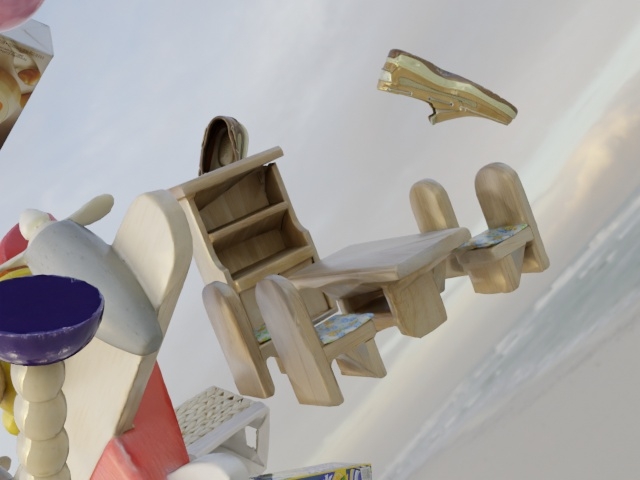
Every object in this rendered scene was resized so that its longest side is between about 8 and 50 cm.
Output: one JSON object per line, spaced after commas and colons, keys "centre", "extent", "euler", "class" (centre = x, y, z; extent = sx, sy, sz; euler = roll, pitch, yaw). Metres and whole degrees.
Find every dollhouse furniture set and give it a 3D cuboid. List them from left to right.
{"centre": [0.000, 0.000, 1.081], "extent": [0.362, 0.256, 0.394], "euler": [-27, 9, -33], "class": "dollhouse furniture set"}

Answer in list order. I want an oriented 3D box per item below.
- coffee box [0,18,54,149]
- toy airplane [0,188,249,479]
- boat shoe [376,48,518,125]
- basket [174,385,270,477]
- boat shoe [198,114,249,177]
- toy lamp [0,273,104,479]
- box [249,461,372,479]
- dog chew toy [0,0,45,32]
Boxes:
{"centre": [-0.534, -0.239, 1.339], "extent": [0.141, 0.098, 0.246], "euler": [18, -56, -36], "class": "coffee box"}
{"centre": [-0.236, 0.154, 0.787], "extent": [0.272, 0.386, 0.384], "euler": [5, -5, -36], "class": "toy airplane"}
{"centre": [0.165, -0.186, 1.148], "extent": [0.068, 0.190, 0.072], "euler": [-50, -16, -84], "class": "boat shoe"}
{"centre": [-0.156, 0.275, 1.120], "extent": [0.167, 0.103, 0.113], "euler": [-27, -50, -49], "class": "basket"}
{"centre": [-0.180, -0.094, 1.502], "extent": [0.095, 0.095, 0.257], "euler": [44, -135, -76], "class": "boat shoe"}
{"centre": [-0.164, 0.156, 0.510], "extent": [0.080, 0.080, 0.275], "euler": [-29, -50, -54], "class": "toy lamp"}
{"centre": [-0.017, 0.263, 0.883], "extent": [0.059, 0.054, 0.169], "euler": [-10, -12, 38], "class": "box"}
{"centre": [-0.258, -0.316, 0.672], "extent": [0.206, 0.206, 0.332], "euler": [37, -120, -77], "class": "dog chew toy"}
